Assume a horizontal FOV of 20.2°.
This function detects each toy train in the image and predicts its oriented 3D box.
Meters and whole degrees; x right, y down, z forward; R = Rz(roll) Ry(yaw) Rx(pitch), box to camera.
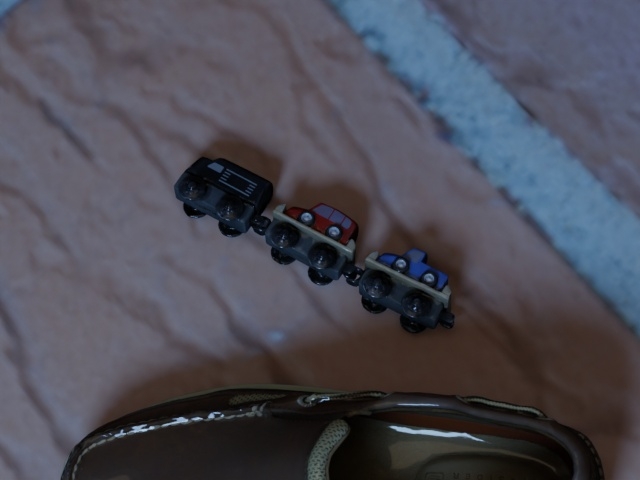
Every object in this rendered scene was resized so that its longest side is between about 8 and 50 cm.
[{"bbox_3d":[0.000,0.000,0.893,0.158,0.027,0.036,28,67,14],"label":"toy train"}]

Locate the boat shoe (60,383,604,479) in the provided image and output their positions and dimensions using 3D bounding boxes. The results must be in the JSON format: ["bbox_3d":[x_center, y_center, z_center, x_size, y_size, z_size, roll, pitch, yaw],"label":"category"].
[{"bbox_3d":[0.001,0.104,0.823,0.257,0.095,0.095,-4,72,5],"label":"boat shoe"}]
